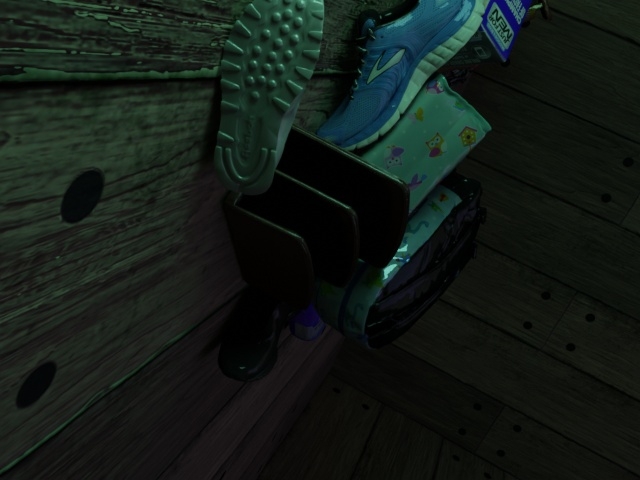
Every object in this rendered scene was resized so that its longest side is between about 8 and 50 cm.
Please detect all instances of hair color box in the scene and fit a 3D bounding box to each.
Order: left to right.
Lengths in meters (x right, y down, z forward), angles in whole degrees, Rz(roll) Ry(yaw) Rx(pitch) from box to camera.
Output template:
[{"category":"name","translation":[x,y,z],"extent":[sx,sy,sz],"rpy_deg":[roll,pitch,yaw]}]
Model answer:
[{"category":"hair color box","translation":[0.287,-0.476,1.070],"extent":[0.110,0.185,0.338],"rpy_deg":[36,73,-41]}]

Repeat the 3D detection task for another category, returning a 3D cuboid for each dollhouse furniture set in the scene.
[{"category":"dollhouse furniture set","translation":[0.559,-0.702,1.795],"extent":[0.152,0.201,0.374],"rpy_deg":[68,22,-15]}]

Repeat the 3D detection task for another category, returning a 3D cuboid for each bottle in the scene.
[{"category":"bottle","translation":[-0.028,0.161,1.496],"extent":[0.283,0.092,0.118],"rpy_deg":[95,20,-64]}]

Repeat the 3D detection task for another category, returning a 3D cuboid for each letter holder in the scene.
[{"category":"letter holder","translation":[0.000,0.000,0.903],"extent":[0.152,0.215,0.302],"rpy_deg":[-59,169,-21]}]

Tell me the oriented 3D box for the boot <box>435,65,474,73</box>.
[{"category":"boot","translation":[0.197,-0.299,1.259],"extent":[0.236,0.089,0.269],"rpy_deg":[5,119,-31]}]

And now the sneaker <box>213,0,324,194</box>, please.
[{"category":"sneaker","translation":[-0.056,-0.165,0.637],"extent":[0.094,0.090,0.235],"rpy_deg":[-70,-176,-58]}]

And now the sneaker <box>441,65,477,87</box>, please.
[{"category":"sneaker","translation":[0.376,-0.489,1.771],"extent":[0.299,0.112,0.120],"rpy_deg":[-56,168,-27]}]

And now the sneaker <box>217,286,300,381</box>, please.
[{"category":"sneaker","translation":[-0.103,0.127,1.086],"extent":[0.286,0.109,0.130],"rpy_deg":[-64,168,-49]}]

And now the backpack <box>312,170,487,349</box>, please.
[{"category":"backpack","translation":[0.142,0.049,1.192],"extent":[0.355,0.274,0.290],"rpy_deg":[-57,159,-31]}]

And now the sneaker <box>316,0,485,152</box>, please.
[{"category":"sneaker","translation":[0.093,-0.284,0.946],"extent":[0.330,0.147,0.129],"rpy_deg":[-49,-156,19]}]

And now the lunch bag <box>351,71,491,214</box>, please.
[{"category":"lunch bag","translation":[0.153,-0.192,1.089],"extent":[0.223,0.160,0.262],"rpy_deg":[-46,-161,13]}]
